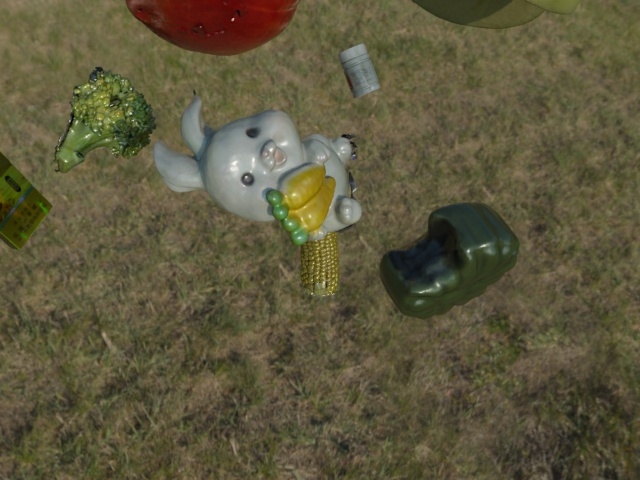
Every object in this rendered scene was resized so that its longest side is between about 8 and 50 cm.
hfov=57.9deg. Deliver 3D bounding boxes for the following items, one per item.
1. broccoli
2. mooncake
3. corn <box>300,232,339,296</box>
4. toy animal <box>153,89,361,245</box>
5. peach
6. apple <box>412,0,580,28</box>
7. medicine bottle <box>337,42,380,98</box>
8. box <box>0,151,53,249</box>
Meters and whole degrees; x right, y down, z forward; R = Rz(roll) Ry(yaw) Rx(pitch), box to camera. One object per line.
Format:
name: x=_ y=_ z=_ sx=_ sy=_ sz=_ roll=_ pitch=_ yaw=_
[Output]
broccoli: x=-0.486 y=-0.259 z=1.361 sx=0.180 sy=0.242 sz=0.273 roll=17 pitch=67 yaw=-6
mooncake: x=0.332 y=0.059 z=1.486 sx=0.351 sy=0.351 sz=0.187 roll=-20 pitch=62 yaw=-23
corn: x=-0.004 y=0.000 z=1.323 sx=0.091 sy=0.260 sz=0.091 roll=-3 pitch=-4 yaw=31
toy animal: x=-0.080 y=-0.110 z=0.906 sx=0.310 sy=0.183 sz=0.247 roll=7 pitch=11 yaw=-44
peach: x=-0.191 y=-0.497 z=1.032 sx=0.369 sy=0.370 sz=0.370 roll=3 pitch=47 yaw=-4
apple: x=0.243 y=-0.427 z=0.775 sx=0.257 sy=0.233 sz=0.295 roll=26 pitch=9 yaw=-7
medicine bottle: x=0.075 y=-0.330 z=1.131 sx=0.058 sy=0.091 sz=0.058 roll=-21 pitch=12 yaw=5
box: x=-0.631 y=-0.086 z=1.145 sx=0.030 sy=0.193 sz=0.121 roll=6 pitch=56 yaw=24
